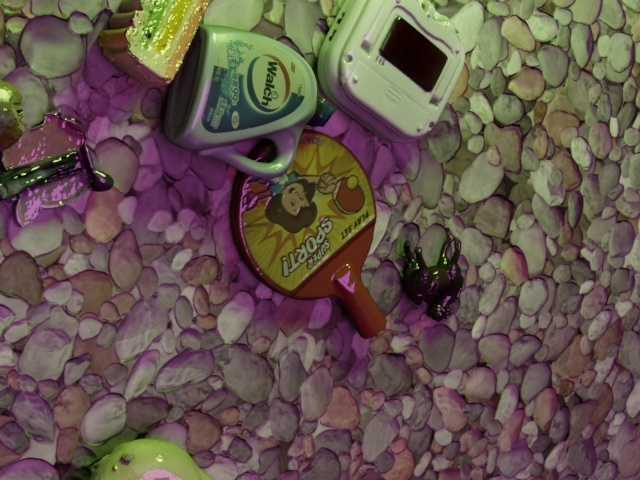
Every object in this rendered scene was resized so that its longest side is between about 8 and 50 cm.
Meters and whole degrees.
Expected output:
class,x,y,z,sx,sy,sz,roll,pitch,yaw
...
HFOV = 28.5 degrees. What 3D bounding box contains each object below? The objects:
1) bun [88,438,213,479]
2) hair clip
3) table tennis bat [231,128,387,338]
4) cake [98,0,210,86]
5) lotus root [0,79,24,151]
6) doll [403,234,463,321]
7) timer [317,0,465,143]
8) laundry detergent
class,x,y,z,sx,sy,sz,roll,pitch,yaw
bun,-0.274,0.438,1.977,0.259,0.160,0.259,-1,93,-21
hair clip,-0.403,-0.105,1.823,0.187,0.056,0.146,-32,117,-35
table tennis bat,0.000,0.000,2.132,0.268,0.051,0.414,-41,119,-20
cake,-0.243,-0.339,1.881,0.109,0.090,0.225,38,60,-33
lotus root,-0.497,-0.161,1.715,0.192,0.088,0.113,-15,116,-32
doll,0.209,0.072,2.292,0.139,0.057,0.165,-12,113,-36
timer,0.125,-0.302,2.120,0.262,0.087,0.237,32,82,-37
laundry detergent,-0.097,-0.209,1.973,0.281,0.105,0.214,16,84,-38
